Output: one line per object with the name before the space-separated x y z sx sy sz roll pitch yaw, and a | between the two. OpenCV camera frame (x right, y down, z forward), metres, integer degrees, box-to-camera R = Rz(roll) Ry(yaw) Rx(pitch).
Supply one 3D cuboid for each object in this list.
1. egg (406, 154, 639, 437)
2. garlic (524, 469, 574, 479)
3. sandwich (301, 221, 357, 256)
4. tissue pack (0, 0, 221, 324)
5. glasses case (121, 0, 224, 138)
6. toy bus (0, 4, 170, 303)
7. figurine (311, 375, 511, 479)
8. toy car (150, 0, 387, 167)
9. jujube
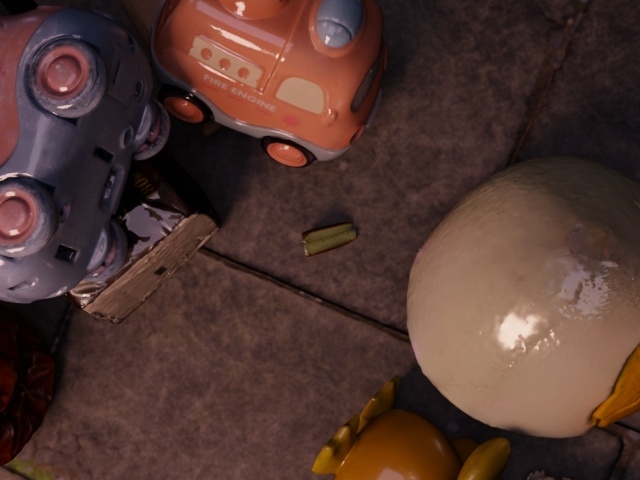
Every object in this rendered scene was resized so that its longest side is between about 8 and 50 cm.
egg | 0.260 0.036 1.264 0.337 0.201 0.337 0 66 -1
garlic | 0.265 0.305 1.337 0.113 0.074 0.094 -29 93 18
sandwich | 0.000 0.000 1.404 0.044 0.083 0.031 -15 89 48
tissue pack | -0.293 -0.094 1.361 0.198 0.210 0.370 -42 82 -6
glasses case | -0.149 -0.217 1.429 0.102 0.070 0.193 -28 81 -25
toy bus | -0.303 -0.094 1.170 0.232 0.197 0.294 16 86 15
figurine | 0.115 0.281 1.313 0.228 0.215 0.215 18 88 28
toy car | -0.046 -0.218 1.301 0.270 0.212 0.180 24 66 -7
jujube | -0.415 0.161 1.337 0.213 0.232 0.213 0 88 5
